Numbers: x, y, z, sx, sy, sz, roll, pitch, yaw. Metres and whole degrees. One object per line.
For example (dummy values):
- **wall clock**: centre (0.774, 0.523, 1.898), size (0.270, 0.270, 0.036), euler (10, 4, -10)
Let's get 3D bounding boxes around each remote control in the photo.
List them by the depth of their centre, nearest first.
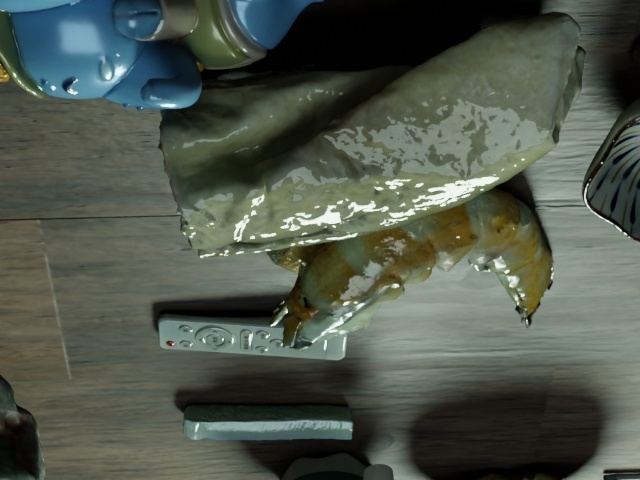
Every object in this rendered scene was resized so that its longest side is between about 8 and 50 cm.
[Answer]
- **remote control**: centre (-0.066, 0.090, 1.420), size (0.184, 0.027, 0.050), euler (4, 138, -1)

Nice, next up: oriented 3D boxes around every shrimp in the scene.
- **shrimp**: centre (0.106, 0.018, 1.303), size (0.287, 0.068, 0.185), euler (-5, 140, -31)

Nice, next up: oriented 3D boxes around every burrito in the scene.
- **burrito**: centre (0.044, -0.077, 1.104), size (0.332, 0.135, 0.190), euler (-10, 166, 8)

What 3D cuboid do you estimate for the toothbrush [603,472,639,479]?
- **toothbrush**: centre (0.410, 0.274, 1.681), size (0.167, 0.011, 0.014), euler (-2, 145, -3)

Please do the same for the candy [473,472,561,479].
- **candy**: centre (0.223, 0.381, 1.609), size (0.260, 0.260, 0.118), euler (-6, 148, 3)

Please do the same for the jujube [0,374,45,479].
- **jujube**: centre (-0.431, 0.213, 1.396), size (0.317, 0.226, 0.226), euler (-11, 139, 12)

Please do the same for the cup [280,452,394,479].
- **cup**: centre (0.013, 0.334, 1.598), size (0.167, 0.173, 0.299), euler (13, 137, -18)

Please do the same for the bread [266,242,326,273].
- **bread**: centre (0.000, 0.000, 1.304), size (0.070, 0.035, 0.083), euler (18, 125, -29)

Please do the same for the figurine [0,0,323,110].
- **figurine**: centre (-0.136, -0.167, 1.002), size (0.262, 0.180, 0.154), euler (-4, 121, 13)

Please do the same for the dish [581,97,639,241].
- **dish**: centre (0.306, -0.079, 1.213), size (0.191, 0.066, 0.190), euler (-4, 142, -3)

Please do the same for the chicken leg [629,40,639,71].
- **chicken leg**: centre (0.278, -0.210, 1.069), size (0.106, 0.051, 0.253), euler (-2, 141, 8)

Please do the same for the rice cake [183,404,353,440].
- **rice cake**: centre (-0.055, 0.195, 1.537), size (0.180, 0.030, 0.042), euler (1, 134, -5)
